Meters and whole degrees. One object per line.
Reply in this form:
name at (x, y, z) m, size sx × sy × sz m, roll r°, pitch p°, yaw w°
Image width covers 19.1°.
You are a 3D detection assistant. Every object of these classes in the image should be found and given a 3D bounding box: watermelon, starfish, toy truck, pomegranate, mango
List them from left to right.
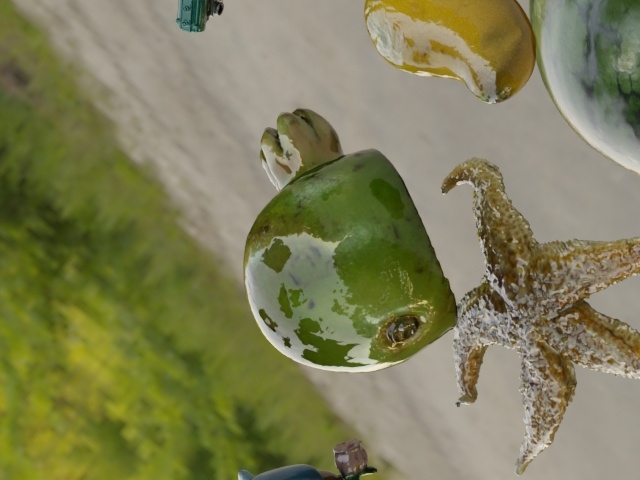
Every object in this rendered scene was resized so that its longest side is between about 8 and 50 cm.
toy truck at (-0.117, -0.241, 1.804) m, size 0.039 × 0.044 × 0.083 m, roll 20°, pitch 128°, yaw 18°
pomegranate at (0.003, 0.003, 1.634) m, size 0.190 × 0.159 × 0.241 m, roll 175°, pitch 73°, yaw -83°
mango at (0.102, -0.166, 1.484) m, size 0.190 × 0.098 × 0.075 m, roll 34°, pitch 172°, yaw 49°
starfish at (0.200, 0.073, 1.642) m, size 0.302 × 0.060 × 0.299 m, roll -2°, pitch 103°, yaw 52°
watermelon at (0.356, -0.224, 1.762) m, size 0.363 × 0.363 × 0.363 m, roll 37°, pitch 171°, yaw 7°

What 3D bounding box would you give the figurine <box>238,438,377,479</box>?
figurine at (-0.004, 0.245, 1.652) m, size 0.114 × 0.144 × 0.178 m, roll 66°, pitch 168°, yaw -6°
